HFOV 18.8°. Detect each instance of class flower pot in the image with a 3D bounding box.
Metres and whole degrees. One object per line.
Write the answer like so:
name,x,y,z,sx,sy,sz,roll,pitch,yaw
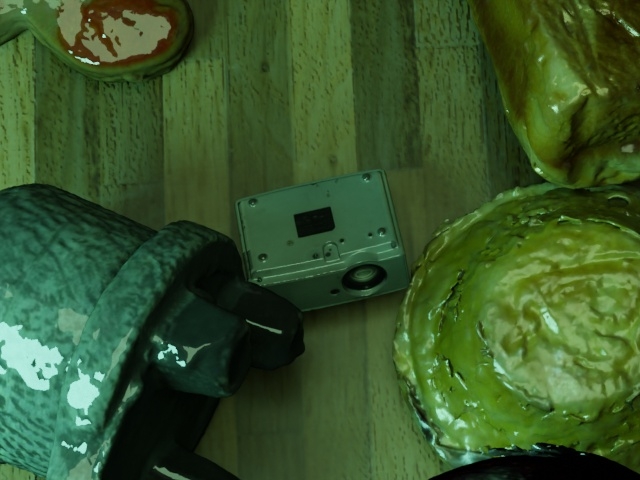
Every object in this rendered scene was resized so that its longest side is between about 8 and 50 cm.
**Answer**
flower pot,-0.187,0.119,1.677,0.282,0.299,0.299,20,76,14

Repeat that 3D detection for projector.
projector,0.000,0.000,1.796,0.147,0.061,0.115,-12,51,0

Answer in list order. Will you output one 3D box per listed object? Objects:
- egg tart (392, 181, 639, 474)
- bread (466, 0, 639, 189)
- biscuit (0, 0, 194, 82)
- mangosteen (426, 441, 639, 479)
egg tart,0.232,0.083,1.748,0.341,0.132,0.341,-1,74,4
bread,0.237,-0.218,1.809,0.195,0.149,0.344,-7,61,-13
biscuit,-0.287,-0.361,1.924,0.368,0.076,0.394,7,75,3
mangosteen,0.156,0.351,1.557,0.381,0.421,0.381,2,85,-22
